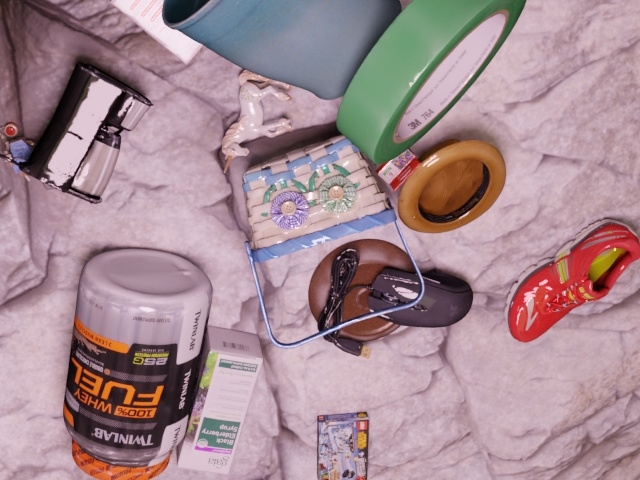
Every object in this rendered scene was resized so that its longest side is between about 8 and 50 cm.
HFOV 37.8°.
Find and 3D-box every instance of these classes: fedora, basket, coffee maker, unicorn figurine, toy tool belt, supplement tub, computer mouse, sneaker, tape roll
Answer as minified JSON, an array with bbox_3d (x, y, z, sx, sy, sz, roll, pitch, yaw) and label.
[{"bbox_3d":[0.202,-0.099,1.503,0.194,0.079,0.194,-12,137,-11],"label":"fedora"},{"bbox_3d":[0.000,0.000,1.444,0.254,0.201,0.289,-21,98,-2],"label":"basket"},{"bbox_3d":[-0.355,-0.165,1.353,0.171,0.120,0.178,22,97,-45],"label":"coffee maker"},{"bbox_3d":[-0.100,-0.189,1.443,0.111,0.060,0.162,-3,97,-8],"label":"unicorn figurine"},{"bbox_3d":[-0.452,-0.133,1.402,0.052,0.051,0.083,-20,114,-1],"label":"toy tool belt"},{"bbox_3d":[-0.296,0.201,1.486,0.207,0.207,0.338,7,111,-13],"label":"supplement tub"},{"bbox_3d":[0.126,0.130,1.570,0.261,0.060,0.184,15,109,-15],"label":"computer mouse"},{"bbox_3d":[0.432,0.076,1.608,0.107,0.118,0.279,40,101,-21],"label":"sneaker"},{"bbox_3d":[0.158,-0.252,1.318,0.077,0.321,0.321,43,102,12],"label":"tape roll"}]

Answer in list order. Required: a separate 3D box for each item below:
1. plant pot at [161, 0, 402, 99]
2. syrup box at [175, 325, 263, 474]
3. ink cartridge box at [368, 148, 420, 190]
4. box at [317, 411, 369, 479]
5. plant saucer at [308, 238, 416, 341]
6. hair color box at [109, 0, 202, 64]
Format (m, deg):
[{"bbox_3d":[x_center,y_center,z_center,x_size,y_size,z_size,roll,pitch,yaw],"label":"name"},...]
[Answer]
[{"bbox_3d":[-0.035,-0.335,1.284,0.255,0.272,0.272,33,104,-29],"label":"plant pot"},{"bbox_3d":[-0.176,0.275,1.599,0.093,0.096,0.237,12,109,-15],"label":"syrup box"},{"bbox_3d":[0.115,-0.124,1.469,0.029,0.115,0.063,39,101,-20],"label":"ink cartridge box"},{"bbox_3d":[0.041,0.383,1.720,0.093,0.027,0.137,-2,113,-7],"label":"box"},{"bbox_3d":[0.079,0.095,1.601,0.198,0.036,0.199,-3,114,-8],"label":"plant saucer"},{"bbox_3d":[-0.229,-0.330,1.362,0.141,0.043,0.072,39,102,-23],"label":"hair color box"}]
